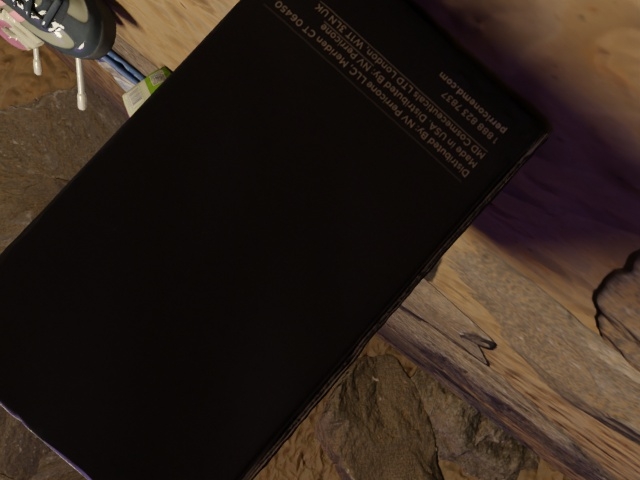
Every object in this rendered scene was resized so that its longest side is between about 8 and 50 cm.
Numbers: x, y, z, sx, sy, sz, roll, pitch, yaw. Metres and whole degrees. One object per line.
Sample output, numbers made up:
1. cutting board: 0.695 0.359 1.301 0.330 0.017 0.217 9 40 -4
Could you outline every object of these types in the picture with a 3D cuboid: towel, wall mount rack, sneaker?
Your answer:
1. towel: -0.366 -0.300 1.500 0.209 0.034 0.285 39 174 10
2. wall mount rack: -0.565 -0.423 1.375 0.350 0.130 0.304 37 173 35
3. sneaker: -0.402 -0.355 1.078 0.237 0.104 0.095 10 157 31
4. sneaker: -0.418 -0.348 0.929 0.319 0.112 0.131 39 -158 3

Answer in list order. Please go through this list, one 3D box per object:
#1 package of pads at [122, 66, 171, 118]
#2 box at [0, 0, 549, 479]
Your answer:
1. package of pads: -0.190 -0.110 1.172 0.229 0.101 0.296 62 -175 26
2. box: -0.052 0.000 0.496 0.183 0.294 0.296 41 173 -3
